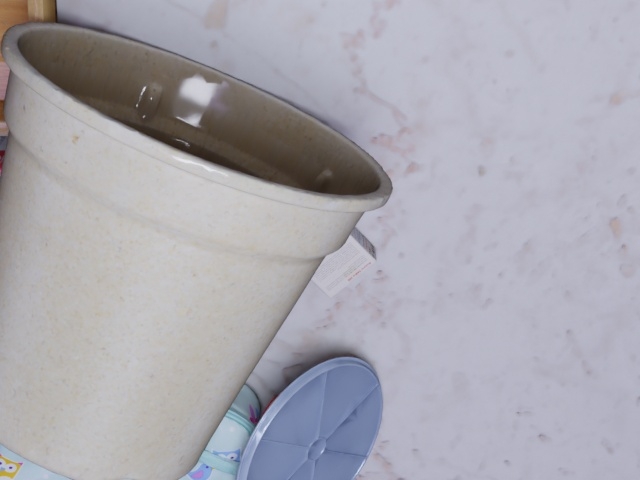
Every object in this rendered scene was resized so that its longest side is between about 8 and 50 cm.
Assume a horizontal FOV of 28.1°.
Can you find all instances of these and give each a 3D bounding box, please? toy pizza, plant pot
[{"bbox_3d":[-0.014,0.204,1.293,0.201,0.032,0.201,-28,132,-35],"label":"toy pizza"},{"bbox_3d":[-0.151,0.025,1.072,0.334,0.334,0.305,21,106,-10],"label":"plant pot"}]

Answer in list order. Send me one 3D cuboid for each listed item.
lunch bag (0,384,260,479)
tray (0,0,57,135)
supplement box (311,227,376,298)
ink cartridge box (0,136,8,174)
[{"bbox_3d":[-0.211,0.195,1.297,0.279,0.108,0.224,26,112,-12],"label":"lunch bag"},{"bbox_3d":[-0.443,-0.206,1.124,0.411,0.076,0.202,3,115,-1],"label":"tray"},{"bbox_3d":[0.000,0.000,1.247,0.062,0.036,0.098,-39,110,16],"label":"supplement box"},{"bbox_3d":[-0.343,-0.067,1.175,0.135,0.099,0.056,7,115,-5],"label":"ink cartridge box"}]
